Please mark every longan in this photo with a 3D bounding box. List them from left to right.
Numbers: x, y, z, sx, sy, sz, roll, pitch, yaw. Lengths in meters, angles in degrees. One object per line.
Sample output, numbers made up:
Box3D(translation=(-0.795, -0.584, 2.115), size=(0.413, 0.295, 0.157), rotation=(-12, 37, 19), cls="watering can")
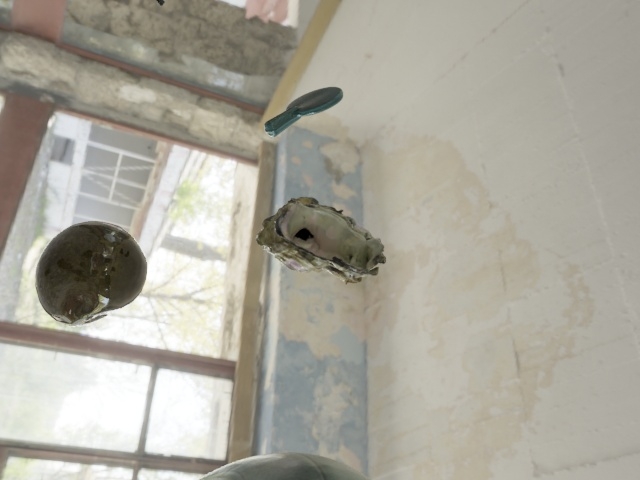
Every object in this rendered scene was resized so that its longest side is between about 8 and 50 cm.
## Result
Box3D(translation=(-0.497, 0.073, 1.358), size=(0.246, 0.215, 0.246), rotation=(-41, -146, 36), cls="longan")

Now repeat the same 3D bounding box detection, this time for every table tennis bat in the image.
Box3D(translation=(-0.038, -0.274, 1.308), size=(0.124, 0.201, 0.033), rotation=(15, -45, 47), cls="table tennis bat")

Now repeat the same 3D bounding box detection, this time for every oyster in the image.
Box3D(translation=(0.000, 0.000, 0.805), size=(0.191, 0.163, 0.081), rotation=(-87, -170, -56), cls="oyster")

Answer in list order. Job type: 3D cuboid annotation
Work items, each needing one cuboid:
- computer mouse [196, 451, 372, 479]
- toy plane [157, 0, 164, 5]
Box3D(translation=(-0.065, 0.297, 0.595), size=(0.371, 0.188, 0.122), rotation=(-43, -159, 29), cls="computer mouse")
Box3D(translation=(-0.373, -0.543, 1.273), size=(0.037, 0.145, 0.060), rotation=(-52, -173, -7), cls="toy plane")
